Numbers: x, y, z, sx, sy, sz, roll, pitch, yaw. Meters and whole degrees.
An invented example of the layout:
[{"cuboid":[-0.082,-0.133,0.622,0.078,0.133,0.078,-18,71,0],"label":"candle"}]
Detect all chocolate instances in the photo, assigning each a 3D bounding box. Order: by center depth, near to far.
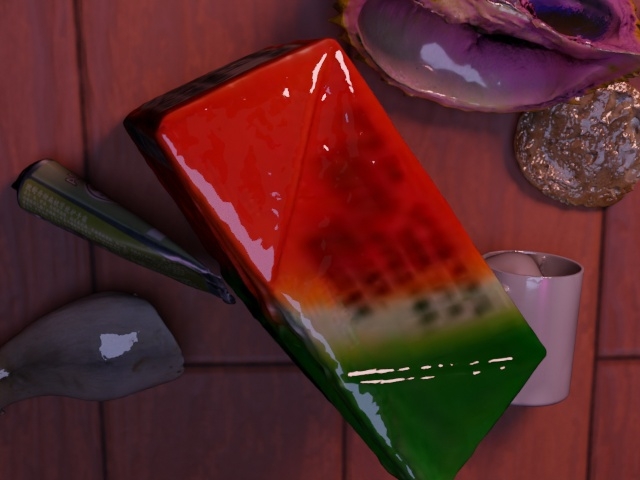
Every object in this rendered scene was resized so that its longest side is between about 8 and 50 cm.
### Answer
[{"cuboid":[0.000,0.000,1.026,0.161,0.360,0.341,-37,103,-6],"label":"chocolate"}]

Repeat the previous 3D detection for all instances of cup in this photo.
[{"cuboid":[0.178,0.082,1.169,0.136,0.099,0.133,-3,106,-22],"label":"cup"}]

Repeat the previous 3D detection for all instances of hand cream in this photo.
[{"cuboid":[-0.182,-0.009,1.131,0.235,0.086,0.055,27,78,14],"label":"hand cream"}]

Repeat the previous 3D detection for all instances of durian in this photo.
[{"cuboid":[0.138,-0.192,1.095,0.261,0.153,0.186,31,123,-11],"label":"durian"}]

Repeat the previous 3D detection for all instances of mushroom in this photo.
[{"cuboid":[-0.244,0.114,1.175,0.225,0.093,0.116,-13,125,-3],"label":"mushroom"}]

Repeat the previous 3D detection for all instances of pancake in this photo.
[{"cuboid":[0.253,-0.097,1.171,0.140,0.022,0.139,0,104,-1],"label":"pancake"}]
